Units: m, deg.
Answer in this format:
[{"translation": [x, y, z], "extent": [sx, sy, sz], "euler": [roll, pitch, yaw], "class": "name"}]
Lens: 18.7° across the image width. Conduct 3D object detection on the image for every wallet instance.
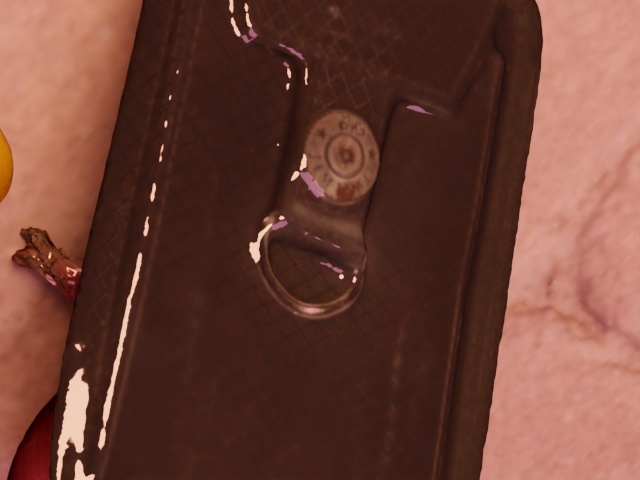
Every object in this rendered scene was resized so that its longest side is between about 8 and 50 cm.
[{"translation": [0.000, 0.000, 0.664], "extent": [0.168, 0.052, 0.245], "euler": [21, 69, -32], "class": "wallet"}]

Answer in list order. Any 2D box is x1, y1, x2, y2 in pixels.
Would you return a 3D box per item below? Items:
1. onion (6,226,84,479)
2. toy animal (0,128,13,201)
[{"translation": [-0.069, 0.052, 0.730], "extent": [0.150, 0.140, 0.150], "euler": [-38, 170, -8], "class": "onion"}, {"translation": [-0.182, 0.022, 0.633], "extent": [0.165, 0.149, 0.248], "euler": [3, 105, -18], "class": "toy animal"}]
